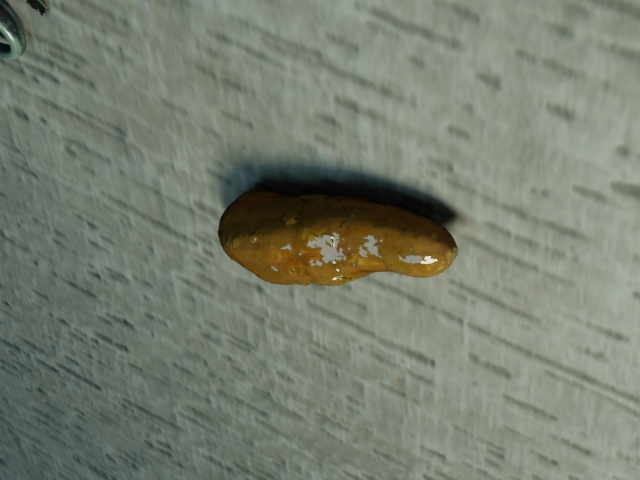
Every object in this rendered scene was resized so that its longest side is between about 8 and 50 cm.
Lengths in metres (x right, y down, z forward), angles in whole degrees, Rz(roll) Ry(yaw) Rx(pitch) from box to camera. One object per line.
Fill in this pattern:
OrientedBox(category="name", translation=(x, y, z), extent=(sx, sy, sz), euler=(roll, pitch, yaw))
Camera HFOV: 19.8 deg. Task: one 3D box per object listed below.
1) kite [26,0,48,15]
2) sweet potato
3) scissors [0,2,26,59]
OrientedBox(category="kite", translation=(-0.323, -0.322, 1.541), extent=(0.234, 0.016, 0.321), euler=(23, 148, 27))
OrientedBox(category="sweet potato", translation=(-0.013, -0.001, 1.819), extent=(0.106, 0.095, 0.354), euler=(6, 179, -39))
OrientedBox(category="scissors", translation=(-0.484, -0.319, 1.951), extent=(0.383, 0.029, 0.256), euler=(18, 147, 33))
